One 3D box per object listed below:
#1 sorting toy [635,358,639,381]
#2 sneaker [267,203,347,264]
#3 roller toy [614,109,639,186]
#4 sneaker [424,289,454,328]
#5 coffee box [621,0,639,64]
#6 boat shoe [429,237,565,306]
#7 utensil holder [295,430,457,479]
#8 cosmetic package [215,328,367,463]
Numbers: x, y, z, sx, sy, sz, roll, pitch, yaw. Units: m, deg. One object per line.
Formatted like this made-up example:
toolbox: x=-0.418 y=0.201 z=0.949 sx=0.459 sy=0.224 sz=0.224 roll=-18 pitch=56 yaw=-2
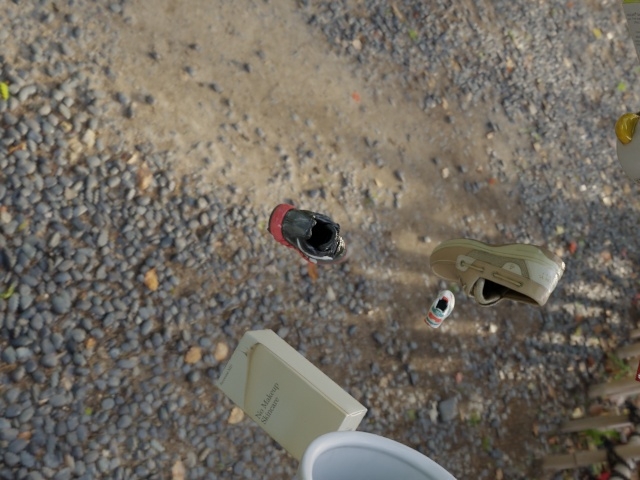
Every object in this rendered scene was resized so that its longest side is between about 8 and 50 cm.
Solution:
sorting toy: x=0.673 y=0.240 z=1.301 sx=0.046 sy=0.274 sz=0.133 roll=8 pitch=98 yaw=-23
sneaker: x=0.000 y=0.000 z=1.655 sx=0.276 sy=0.135 sz=0.098 roll=33 pitch=75 yaw=-52
roller toy: x=0.776 y=-0.214 z=1.604 sx=0.209 sy=0.146 sz=0.191 roll=-18 pitch=92 yaw=-21
sneaker: x=0.350 y=0.180 z=2.006 sx=0.057 sy=0.075 sz=0.161 roll=35 pitch=41 yaw=11
coffee box: x=0.729 y=-0.285 z=1.053 sx=0.335 sy=0.337 sz=0.338 roll=63 pitch=-2 yaw=-19
boat shoe: x=0.331 y=0.071 z=1.448 sx=0.121 sy=0.341 sz=0.110 roll=35 pitch=73 yaw=-24
utensil holder: x=0.050 y=0.568 z=1.168 sx=0.327 sy=0.386 sz=0.328 roll=21 pitch=18 yaw=-7
cosmetic package: x=-0.068 y=0.352 z=1.589 sx=0.309 sy=0.160 sz=0.113 roll=34 pitch=12 yaw=26
